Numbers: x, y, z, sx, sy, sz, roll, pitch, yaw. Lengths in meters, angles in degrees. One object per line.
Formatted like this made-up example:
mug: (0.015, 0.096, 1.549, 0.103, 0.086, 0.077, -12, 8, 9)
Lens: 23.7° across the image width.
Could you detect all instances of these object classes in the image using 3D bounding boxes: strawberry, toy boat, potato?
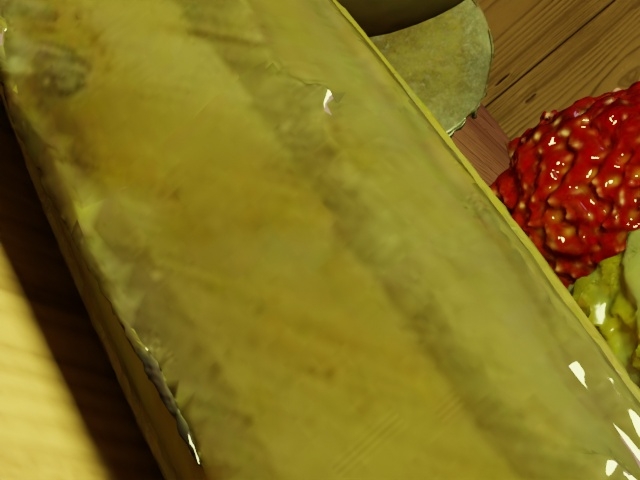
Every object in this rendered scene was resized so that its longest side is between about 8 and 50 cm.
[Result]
strawberry: (0.352, -0.050, 1.506, 0.292, 0.343, 0.292, 49, 24, -30)
toy boat: (0.000, 0.000, 0.466, 0.445, 0.136, 0.162, 57, 8, 36)
potato: (0.087, -0.230, 1.581, 0.243, 0.138, 0.098, 48, 6, -29)

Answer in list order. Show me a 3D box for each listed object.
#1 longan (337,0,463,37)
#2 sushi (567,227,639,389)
longan: (-0.006, -0.294, 0.962, 0.361, 0.361, 0.361, 48, 11, -12)
sushi: (0.387, 0.050, 1.188, 0.240, 0.396, 0.351, 59, 19, 22)
